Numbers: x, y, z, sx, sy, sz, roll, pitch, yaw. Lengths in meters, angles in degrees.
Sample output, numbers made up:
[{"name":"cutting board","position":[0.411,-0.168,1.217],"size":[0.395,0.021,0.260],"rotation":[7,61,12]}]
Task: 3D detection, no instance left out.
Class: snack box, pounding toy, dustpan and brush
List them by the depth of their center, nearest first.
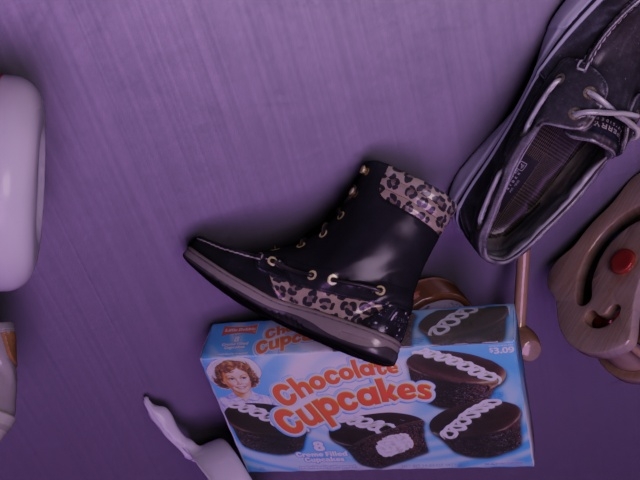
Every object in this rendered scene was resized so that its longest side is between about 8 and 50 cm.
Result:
[{"name":"pounding toy","position":[0.294,0.038,0.958],"size":[0.155,0.154,0.269],"rotation":[33,103,-28]},{"name":"snack box","position":[0.053,0.162,0.998],"size":[0.322,0.060,0.187],"rotation":[-5,127,16]},{"name":"dustpan and brush","position":[-0.125,0.254,1.070],"size":[0.060,0.147,0.211],"rotation":[-31,97,-13]}]

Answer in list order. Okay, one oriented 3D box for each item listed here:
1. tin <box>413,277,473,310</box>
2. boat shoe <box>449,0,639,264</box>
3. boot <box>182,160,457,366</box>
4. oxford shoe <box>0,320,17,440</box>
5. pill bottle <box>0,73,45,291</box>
[{"name":"tin","position":[0.138,0.119,1.048],"size":[0.106,0.040,0.190],"rotation":[-39,128,4]},{"name":"boat shoe","position":[0.248,-0.113,0.884],"size":[0.121,0.119,0.335],"rotation":[19,117,-22]},{"name":"boot","position":[0.001,0.001,0.928],"size":[0.178,0.236,0.085],"rotation":[-63,162,-11]},{"name":"oxford shoe","position":[-0.482,0.059,0.857],"size":[0.449,0.169,0.130],"rotation":[23,72,-16]},{"name":"pill bottle","position":[-0.391,-0.054,0.758],"size":[0.323,0.181,0.181],"rotation":[2,122,-13]}]
